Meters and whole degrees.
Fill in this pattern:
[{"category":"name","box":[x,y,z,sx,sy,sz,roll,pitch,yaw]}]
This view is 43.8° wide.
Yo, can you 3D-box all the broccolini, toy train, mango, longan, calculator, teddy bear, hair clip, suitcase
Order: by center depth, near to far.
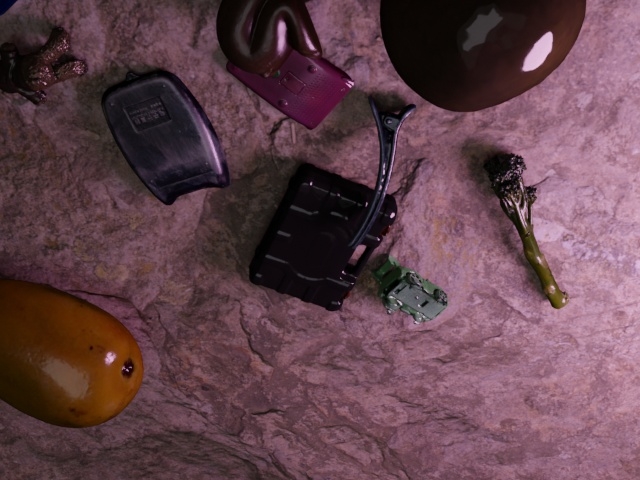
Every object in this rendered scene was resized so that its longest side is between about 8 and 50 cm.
[{"category":"longan","box":[0.220,-0.319,1.097,0.298,0.297,0.297,2,129,3]},{"category":"calculator","box":[-0.054,-0.273,1.324,0.191,0.034,0.126,33,125,-19]},{"category":"teddy bear","box":[-0.478,-0.280,1.326,0.161,0.077,0.119,-15,130,15]},{"category":"hair clip","box":[0.098,-0.108,1.383,0.083,0.048,0.275,8,109,-6]},{"category":"calculator","box":[-0.276,-0.182,1.417,0.177,0.040,0.268,-17,121,15]},{"category":"broccolini","box":[0.402,-0.014,1.490,0.074,0.078,0.392,-27,130,11]},{"category":"suitcase","box":[0.000,0.000,1.518,0.206,0.066,0.285,20,127,-11]},{"category":"toy train","box":[0.179,0.100,1.581,0.149,0.081,0.099,26,126,-22]},{"category":"mango","box":[-0.588,0.227,1.654,0.446,0.232,0.300,22,132,-1]}]

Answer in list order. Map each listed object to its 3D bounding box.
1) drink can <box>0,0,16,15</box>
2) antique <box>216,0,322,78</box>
[{"category":"drink can","box":[-0.461,-0.430,1.178,0.205,0.118,0.118,-30,121,25]},{"category":"antique","box":[-0.108,-0.370,1.188,0.144,0.121,0.256,-18,123,12]}]
